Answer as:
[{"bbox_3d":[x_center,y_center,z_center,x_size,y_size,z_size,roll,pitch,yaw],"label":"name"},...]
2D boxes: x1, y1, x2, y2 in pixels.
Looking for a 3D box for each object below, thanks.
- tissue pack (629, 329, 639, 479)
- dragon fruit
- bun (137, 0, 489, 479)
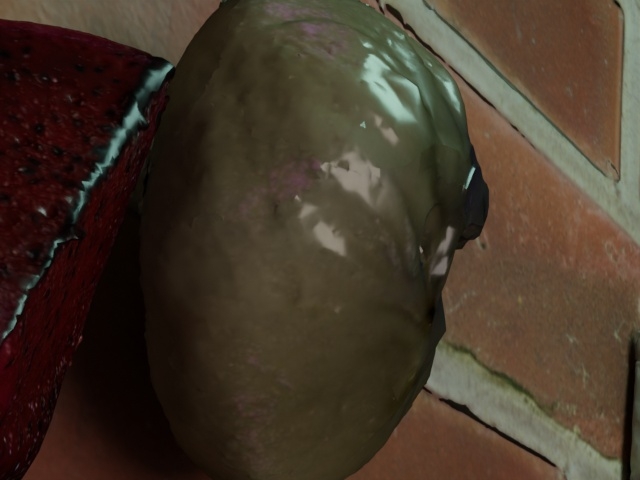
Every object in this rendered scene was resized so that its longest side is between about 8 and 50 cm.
[{"bbox_3d":[0.485,0.173,1.403,0.266,0.356,0.194,39,51,-46],"label":"tissue pack"},{"bbox_3d":[-0.154,-0.002,0.666,0.189,0.163,0.262,46,32,-15],"label":"dragon fruit"},{"bbox_3d":[-0.001,0.000,0.845,0.273,0.168,0.273,6,90,-77],"label":"bun"}]
